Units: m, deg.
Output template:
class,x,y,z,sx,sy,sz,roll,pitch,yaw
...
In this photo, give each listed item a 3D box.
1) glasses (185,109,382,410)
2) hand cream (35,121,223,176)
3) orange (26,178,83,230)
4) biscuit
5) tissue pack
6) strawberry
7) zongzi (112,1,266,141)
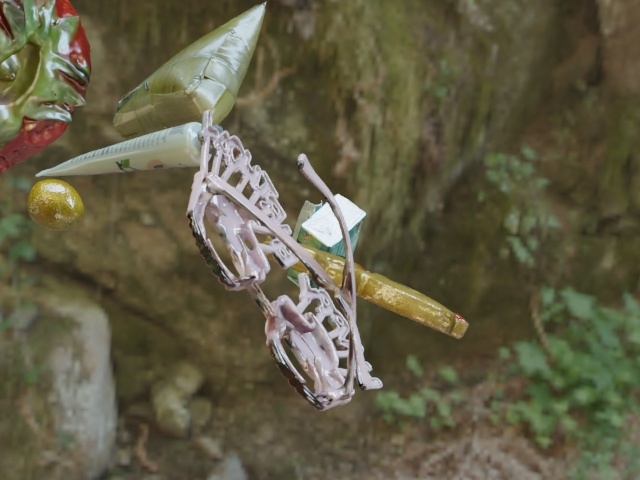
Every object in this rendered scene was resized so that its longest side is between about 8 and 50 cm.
class,x,y,z,sx,sy,sz,roll,pitch,yaw
glasses,-0.012,0.011,1.063,0.095,0.255,0.162,-27,9,11
hand cream,-0.217,-0.098,1.654,0.233,0.050,0.080,-8,9,27
orange,-0.435,-0.056,2.353,0.095,0.085,0.085,37,10,-19
biscuit,0.049,0.046,1.504,0.225,0.036,0.166,23,-2,13
tissue pack,-0.001,0.000,1.900,0.079,0.111,0.085,36,54,16
strawberry,-0.368,-0.189,1.383,0.257,0.257,0.277,-9,30,-40
zongzi,-0.204,-0.266,2.262,0.228,0.115,0.256,-12,45,45
